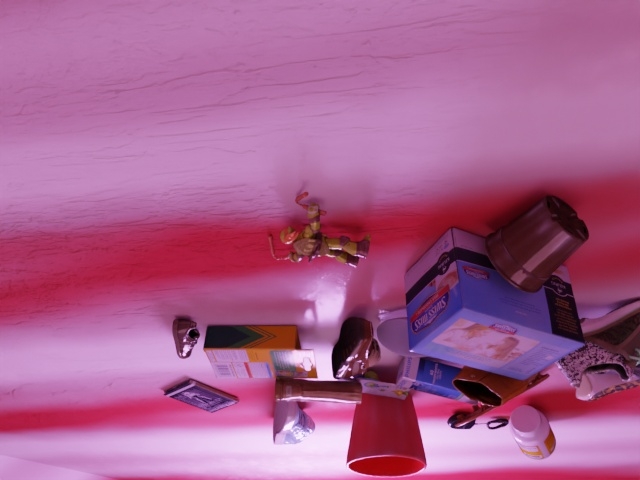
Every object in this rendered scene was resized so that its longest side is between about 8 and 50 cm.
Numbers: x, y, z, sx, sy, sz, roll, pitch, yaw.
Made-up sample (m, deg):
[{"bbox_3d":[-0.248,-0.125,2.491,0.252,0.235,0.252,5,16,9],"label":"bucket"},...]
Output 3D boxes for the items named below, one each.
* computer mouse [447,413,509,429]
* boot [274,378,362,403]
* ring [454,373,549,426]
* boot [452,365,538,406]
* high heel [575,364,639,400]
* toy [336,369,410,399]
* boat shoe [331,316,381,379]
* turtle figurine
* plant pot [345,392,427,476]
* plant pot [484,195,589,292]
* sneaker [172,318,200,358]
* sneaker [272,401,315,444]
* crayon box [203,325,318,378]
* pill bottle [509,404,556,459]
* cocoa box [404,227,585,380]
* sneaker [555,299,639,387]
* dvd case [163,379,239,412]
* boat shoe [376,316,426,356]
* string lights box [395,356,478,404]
[{"bbox_3d":[0.585,0.669,2.311,0.241,0.041,0.071,6,126,-12],"label":"computer mouse"},{"bbox_3d":[-0.011,0.483,1.995,0.269,0.089,0.236,2,177,-3],"label":"boot"},{"bbox_3d":[0.566,0.496,1.959,0.336,0.032,0.337,-26,162,-9],"label":"ring"},{"bbox_3d":[0.411,0.335,1.664,0.211,0.295,0.104,-16,114,-39],"label":"boot"},{"bbox_3d":[0.897,0.432,1.869,0.186,0.093,0.261,6,145,-4],"label":"high heel"},{"bbox_3d":[0.173,0.465,2.039,0.237,0.056,0.137,12,148,2],"label":"toy"},{"bbox_3d":[0.115,0.315,1.816,0.119,0.123,0.324,3,151,-10],"label":"boat shoe"},{"bbox_3d":[0.000,0.000,1.423,0.217,0.087,0.270,12,141,-12],"label":"turtle figurine"},{"bbox_3d":[0.224,0.654,2.127,0.274,0.243,0.275,2,145,2],"label":"plant pot"},{"bbox_3d":[0.476,0.001,1.350,0.166,0.167,0.165,22,131,-23],"label":"plant pot"},{"bbox_3d":[-0.393,0.300,1.854,0.071,0.066,0.188,1,143,0],"label":"sneaker"},{"bbox_3d":[-0.088,0.650,2.257,0.150,0.135,0.366,0,152,-10],"label":"sneaker"},{"bbox_3d":[-0.171,0.341,1.881,0.322,0.083,0.203,0,143,5],"label":"crayon box"},{"bbox_3d":[0.758,0.685,2.231,0.136,0.136,0.246,-14,139,21],"label":"pill bottle"},{"bbox_3d":[0.408,0.162,1.496,0.346,0.228,0.231,17,140,-18],"label":"cocoa box"},{"bbox_3d":[0.798,0.287,1.644,0.410,0.182,0.158,-17,144,1],"label":"sneaker"},{"bbox_3d":[-0.429,0.564,2.239,0.164,0.018,0.221,-29,133,36],"label":"dvd case"},{"bbox_3d":[0.311,0.251,1.714,0.306,0.105,0.113,-8,99,25],"label":"boat shoe"},{"bbox_3d":[0.373,0.432,1.914,0.259,0.077,0.133,14,157,3],"label":"string lights box"}]
